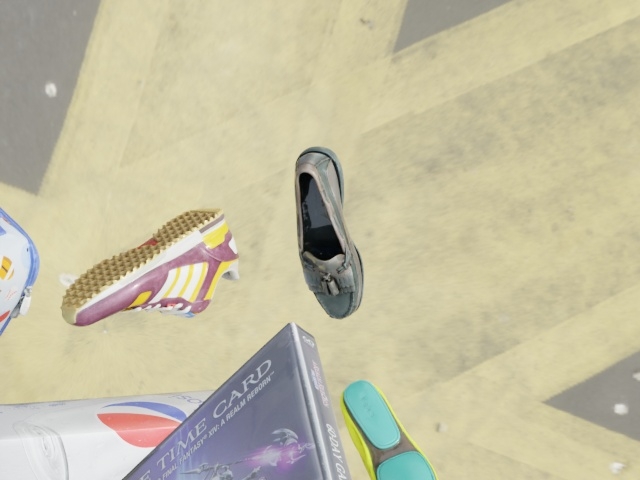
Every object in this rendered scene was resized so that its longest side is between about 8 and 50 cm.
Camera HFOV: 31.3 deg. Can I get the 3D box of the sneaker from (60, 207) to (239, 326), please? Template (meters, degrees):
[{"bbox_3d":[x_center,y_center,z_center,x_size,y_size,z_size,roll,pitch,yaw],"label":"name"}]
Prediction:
[{"bbox_3d":[-0.141,0.043,1.009,0.185,0.069,0.084,-34,114,-36],"label":"sneaker"}]

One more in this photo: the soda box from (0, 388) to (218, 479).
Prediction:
[{"bbox_3d":[-0.177,0.202,1.061,0.286,0.091,0.098,0,102,-27],"label":"soda box"}]

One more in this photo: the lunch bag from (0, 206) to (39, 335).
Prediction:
[{"bbox_3d":[-0.503,0.012,1.473,0.303,0.115,0.243,42,115,13],"label":"lunch bag"}]

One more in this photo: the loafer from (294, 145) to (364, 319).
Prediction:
[{"bbox_3d":[0.000,0.000,1.675,0.096,0.084,0.268,-5,109,18],"label":"loafer"}]

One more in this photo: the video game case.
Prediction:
[{"bbox_3d":[-0.057,0.182,0.563,0.026,0.274,0.196,39,107,-25],"label":"video game case"}]

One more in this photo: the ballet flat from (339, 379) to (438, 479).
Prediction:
[{"bbox_3d":[0.089,0.277,1.421,0.077,0.077,0.231,-18,52,-13],"label":"ballet flat"}]
